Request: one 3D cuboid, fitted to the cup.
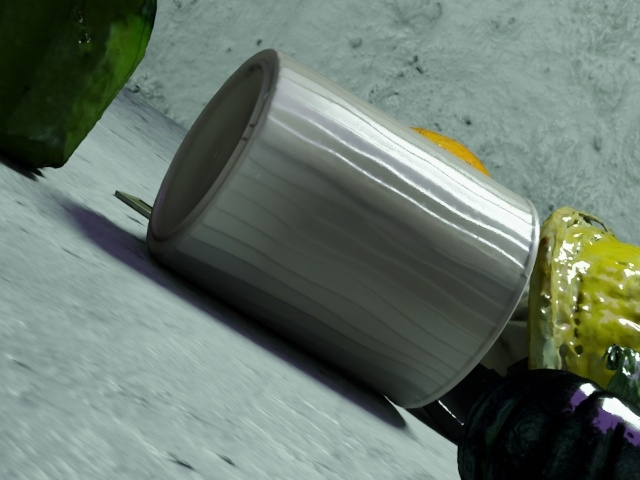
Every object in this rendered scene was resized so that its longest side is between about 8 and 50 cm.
[{"bbox_3d":[0.010,-0.016,1.643,0.273,0.208,0.288,31,5,-19],"label":"cup"}]

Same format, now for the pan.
[{"bbox_3d":[0.159,0.139,1.770,0.136,0.028,0.235,46,27,17],"label":"pan"}]

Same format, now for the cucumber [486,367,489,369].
[{"bbox_3d":[0.125,0.136,1.831,0.112,0.064,0.064,32,3,4],"label":"cucumber"}]

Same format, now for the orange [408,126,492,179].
[{"bbox_3d":[0.105,-0.023,2.397,0.240,0.240,0.240,33,3,-2],"label":"orange"}]

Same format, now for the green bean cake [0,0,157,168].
[{"bbox_3d":[-0.307,-0.230,1.683,0.335,0.218,0.319,34,3,-14],"label":"green bean cake"}]

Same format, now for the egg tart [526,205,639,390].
[{"bbox_3d":[0.287,0.110,1.831,0.120,0.315,0.315,-12,-20,26],"label":"egg tart"}]

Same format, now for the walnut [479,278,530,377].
[{"bbox_3d":[0.229,0.110,2.040,0.224,0.224,0.224,33,3,-2],"label":"walnut"}]

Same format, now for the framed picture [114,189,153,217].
[{"bbox_3d":[-0.153,-0.020,1.873,0.089,0.006,0.066,34,4,14],"label":"framed picture"}]

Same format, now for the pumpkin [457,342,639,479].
[{"bbox_3d":[0.187,0.163,1.339,0.194,0.150,0.194,22,25,-11],"label":"pumpkin"}]
